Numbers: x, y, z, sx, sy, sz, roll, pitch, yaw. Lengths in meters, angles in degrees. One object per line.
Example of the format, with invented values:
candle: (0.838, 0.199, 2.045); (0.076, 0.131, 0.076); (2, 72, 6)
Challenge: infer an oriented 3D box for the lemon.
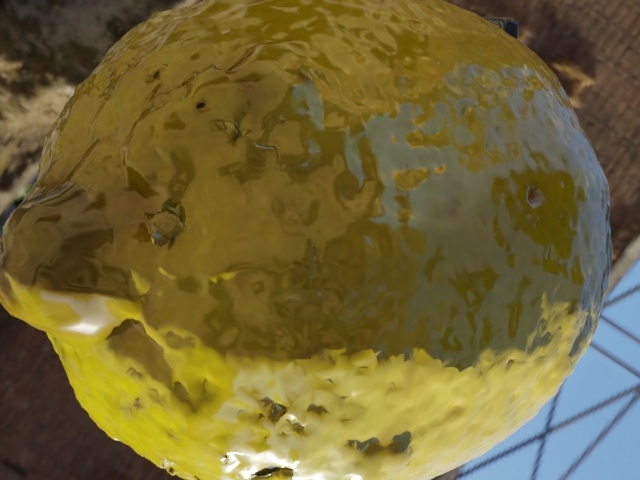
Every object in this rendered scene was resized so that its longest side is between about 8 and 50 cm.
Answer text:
lemon: (0.000, 0.000, 0.508); (0.319, 0.245, 0.245); (-5, 140, -46)

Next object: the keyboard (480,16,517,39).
keyboard: (0.107, -0.130, 0.874); (0.310, 0.018, 0.101); (-122, -152, -75)
